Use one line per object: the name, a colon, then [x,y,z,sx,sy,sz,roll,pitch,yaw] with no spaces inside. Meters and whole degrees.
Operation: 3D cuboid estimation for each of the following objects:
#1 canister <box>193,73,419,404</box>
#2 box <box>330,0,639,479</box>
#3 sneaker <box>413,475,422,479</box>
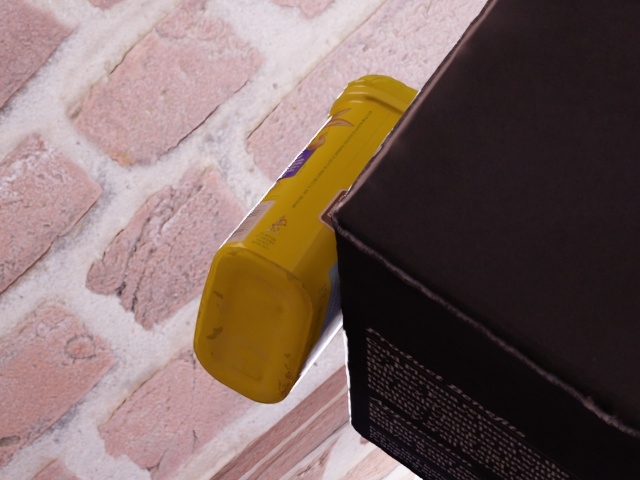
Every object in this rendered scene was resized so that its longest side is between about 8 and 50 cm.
canister: [0.000,0.000,1.131,0.170,0.073,0.126,-52,-15,-41]
box: [0.258,-0.048,1.147,0.480,0.297,0.472,-54,-10,-13]
sneaker: [0.203,0.084,1.587,0.447,0.169,0.257,-49,-27,-45]
